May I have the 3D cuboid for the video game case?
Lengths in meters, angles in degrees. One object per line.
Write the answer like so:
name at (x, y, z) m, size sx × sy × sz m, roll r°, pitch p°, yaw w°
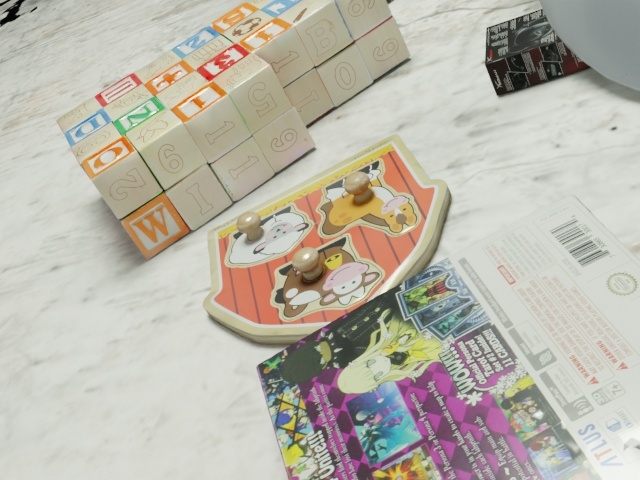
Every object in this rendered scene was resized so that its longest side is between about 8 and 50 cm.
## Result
video game case at (0.086, 0.089, 0.446) m, size 0.210 × 0.042 × 0.232 m, roll -29°, pitch 32°, yaw 1°

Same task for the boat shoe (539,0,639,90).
boat shoe at (0.251, -0.140, 0.594) m, size 0.084 × 0.095 × 0.258 m, roll -31°, pitch 46°, yaw -19°

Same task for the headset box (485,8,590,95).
headset box at (0.172, -0.151, 0.720) m, size 0.083 × 0.032 × 0.062 m, roll -14°, pitch 36°, yaw 21°

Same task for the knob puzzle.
knob puzzle at (0.000, 0.000, 0.648) m, size 0.213 × 0.030 × 0.213 m, roll -20°, pitch 33°, yaw 14°

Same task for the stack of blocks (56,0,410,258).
stack of blocks at (-0.073, -0.129, 0.829) m, size 0.297 × 0.087 × 0.171 m, roll -35°, pitch 33°, yaw -8°
